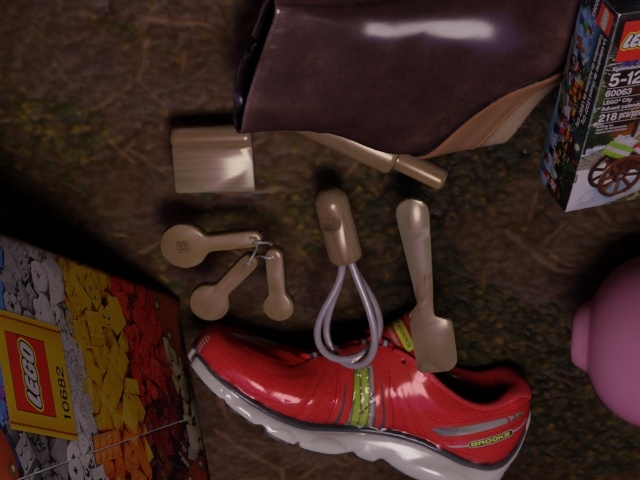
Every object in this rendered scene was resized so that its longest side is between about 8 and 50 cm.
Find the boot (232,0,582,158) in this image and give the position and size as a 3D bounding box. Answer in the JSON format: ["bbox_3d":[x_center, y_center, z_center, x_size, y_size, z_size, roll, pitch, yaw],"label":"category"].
[{"bbox_3d":[0.068,-0.141,1.216,0.207,0.090,0.248,3,141,-22],"label":"boot"}]

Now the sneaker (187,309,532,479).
[{"bbox_3d":[0.035,0.102,1.469,0.279,0.107,0.118,17,111,-15],"label":"sneaker"}]

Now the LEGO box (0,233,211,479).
[{"bbox_3d":[-0.380,0.168,1.357,0.500,0.193,0.372,-17,164,17],"label":"LEGO box"}]

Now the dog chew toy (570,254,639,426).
[{"bbox_3d":[0.348,0.081,1.354,0.332,0.206,0.207,3,131,11],"label":"dog chew toy"}]

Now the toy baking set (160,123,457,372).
[{"bbox_3d":[0.001,-0.006,1.369,0.256,0.030,0.197,21,117,-3],"label":"toy baking set"}]

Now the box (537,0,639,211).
[{"bbox_3d":[0.266,-0.108,1.228,0.233,0.044,0.159,-11,135,-21],"label":"box"}]
